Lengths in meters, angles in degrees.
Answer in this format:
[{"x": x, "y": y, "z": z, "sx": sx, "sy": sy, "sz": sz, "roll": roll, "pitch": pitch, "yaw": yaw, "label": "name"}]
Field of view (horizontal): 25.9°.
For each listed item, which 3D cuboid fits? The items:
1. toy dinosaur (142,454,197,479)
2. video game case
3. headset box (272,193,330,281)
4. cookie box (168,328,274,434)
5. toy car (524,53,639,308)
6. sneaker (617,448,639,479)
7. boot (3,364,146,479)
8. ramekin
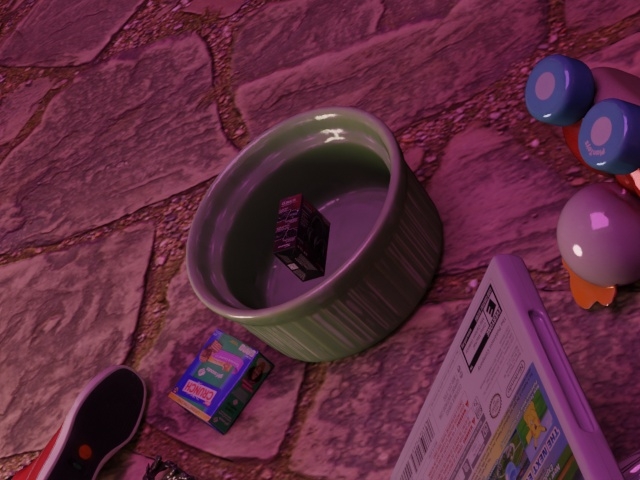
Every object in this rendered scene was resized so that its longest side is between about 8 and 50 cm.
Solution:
[{"x": -0.203, "y": 0.319, "z": 1.659, "sx": 0.268, "sy": 0.064, "sz": 0.118, "roll": 20, "pitch": 77, "yaw": 50, "label": "toy dinosaur"}, {"x": 0.162, "y": 0.231, "z": 1.292, "sx": 0.300, "sy": 0.036, "sz": 0.329, "roll": -107, "pitch": 29, "yaw": -46, "label": "video game case"}, {"x": -0.020, "y": -0.006, "z": 1.547, "sx": 0.032, "sy": 0.062, "sz": 0.083, "roll": -16, "pitch": 48, "yaw": 29, "label": "headset box"}, {"x": -0.124, "y": 0.174, "z": 1.727, "sx": 0.092, "sy": 0.040, "sz": 0.107, "roll": 23, "pitch": 74, "yaw": 47, "label": "cookie box"}, {"x": 0.309, "y": -0.044, "z": 1.476, "sx": 0.238, "sy": 0.219, "sz": 0.210, "roll": -64, "pitch": 35, "yaw": 21, "label": "toy car"}, {"x": 0.264, "y": 0.259, "z": 1.299, "sx": 0.237, "sy": 0.085, "sz": 0.086, "roll": -31, "pitch": 33, "yaw": 16, "label": "sneaker"}, {"x": -0.333, "y": 0.270, "z": 1.795, "sx": 0.176, "sy": 0.088, "sz": 0.244, "roll": -22, "pitch": 30, "yaw": 50, "label": "boot"}, {"x": 0.000, "y": 0.000, "z": 1.689, "sx": 0.303, "sy": 0.148, "sz": 0.303, "roll": -22, "pitch": 45, "yaw": 24, "label": "ramekin"}]
